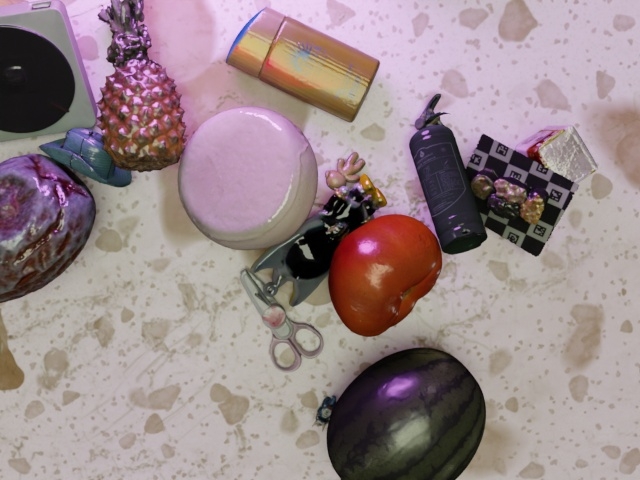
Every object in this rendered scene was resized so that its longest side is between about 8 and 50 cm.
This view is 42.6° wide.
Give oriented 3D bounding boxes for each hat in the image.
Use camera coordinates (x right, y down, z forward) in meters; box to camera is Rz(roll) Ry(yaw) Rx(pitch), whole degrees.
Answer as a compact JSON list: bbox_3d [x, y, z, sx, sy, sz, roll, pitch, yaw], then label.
[{"bbox_3d":[-0.452,-0.176,1.611,0.191,0.138,0.078,25,112,-1],"label":"hat"}]

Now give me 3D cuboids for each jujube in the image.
[{"bbox_3d":[-0.583,-0.023,1.589,0.308,0.215,0.246,-28,67,2],"label":"jujube"}]

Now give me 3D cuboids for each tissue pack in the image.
[{"bbox_3d":[0.470,-0.165,1.648,0.099,0.148,0.106,-33,97,2],"label":"tissue pack"}]

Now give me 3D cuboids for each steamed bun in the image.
[{"bbox_3d":[-0.130,-0.116,1.603,0.283,0.177,0.283,-3,82,22],"label":"steamed bun"}]

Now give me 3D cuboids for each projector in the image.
[{"bbox_3d":[-0.586,-0.321,1.573,0.257,0.079,0.259,-9,130,-2],"label":"projector"}]

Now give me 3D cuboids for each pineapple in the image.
[{"bbox_3d":[-0.348,-0.313,1.567,0.175,0.175,0.361,-5,85,-2],"label":"pineapple"}]

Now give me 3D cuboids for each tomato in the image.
[{"bbox_3d":[0.121,0.063,1.624,0.260,0.260,0.180,-46,68,3],"label":"tomato"}]

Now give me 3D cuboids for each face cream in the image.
[{"bbox_3d":[-0.035,-0.357,1.642,0.285,0.067,0.139,24,93,-5],"label":"face cream"}]

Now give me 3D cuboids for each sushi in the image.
[{"bbox_3d":[0.368,-0.077,1.624,0.215,0.050,0.192,31,130,14],"label":"sushi"}]

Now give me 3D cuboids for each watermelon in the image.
[{"bbox_3d":[0.162,0.378,1.641,0.359,0.279,0.279,-43,97,5],"label":"watermelon"}]

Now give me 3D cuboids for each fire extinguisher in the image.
[{"bbox_3d":[0.248,-0.135,1.635,0.095,0.114,0.311,3,63,-41],"label":"fire extinguisher"}]

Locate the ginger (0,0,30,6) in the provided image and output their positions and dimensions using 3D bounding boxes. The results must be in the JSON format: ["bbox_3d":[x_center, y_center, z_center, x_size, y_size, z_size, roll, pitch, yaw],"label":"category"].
[{"bbox_3d":[-0.624,-0.409,1.606,0.193,0.115,0.122,15,118,-12],"label":"ginger"}]

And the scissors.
[{"bbox_3d":[-0.097,0.162,1.723,0.118,0.030,0.242,-34,101,2],"label":"scissors"}]

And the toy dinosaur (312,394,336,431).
[{"bbox_3d":[0.013,0.364,1.745,0.030,0.047,0.083,28,96,-4],"label":"toy dinosaur"}]

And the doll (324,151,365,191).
[{"bbox_3d":[0.052,-0.139,1.682,0.093,0.051,0.061,-43,90,2],"label":"doll"}]

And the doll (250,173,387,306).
[{"bbox_3d":[-0.003,-0.003,1.662,0.316,0.145,0.103,-42,66,4],"label":"doll"}]
